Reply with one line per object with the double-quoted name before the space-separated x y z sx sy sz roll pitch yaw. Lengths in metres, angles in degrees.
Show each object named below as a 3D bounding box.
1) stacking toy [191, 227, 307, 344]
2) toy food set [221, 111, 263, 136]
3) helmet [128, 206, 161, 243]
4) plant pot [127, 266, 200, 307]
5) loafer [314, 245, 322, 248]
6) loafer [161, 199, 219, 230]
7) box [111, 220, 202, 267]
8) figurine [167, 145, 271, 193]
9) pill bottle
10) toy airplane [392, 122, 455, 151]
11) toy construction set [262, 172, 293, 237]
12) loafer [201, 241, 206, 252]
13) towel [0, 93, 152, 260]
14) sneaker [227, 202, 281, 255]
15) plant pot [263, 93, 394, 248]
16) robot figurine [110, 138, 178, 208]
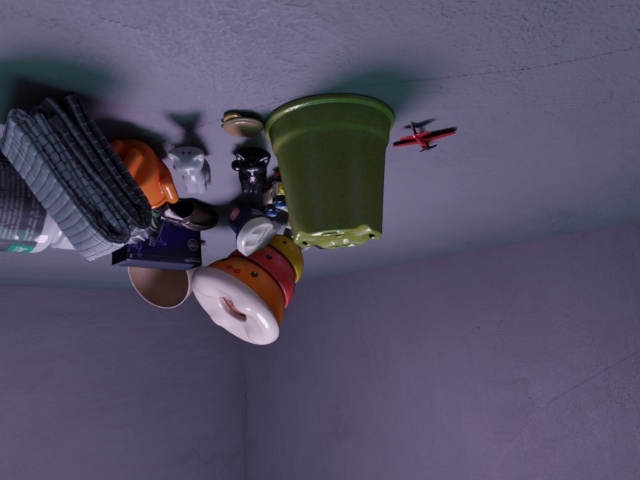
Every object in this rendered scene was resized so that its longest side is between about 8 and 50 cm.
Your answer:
"stacking toy" -0.183 0.090 1.680 0.351 0.480 0.350 25 144 19
"toy food set" -0.157 -0.231 0.958 0.083 0.020 0.082 -1 168 -18
"helmet" -0.514 -0.075 1.283 0.170 0.169 0.161 -5 -175 2
"plant pot" -0.595 0.102 1.913 0.284 0.284 0.191 -10 -164 24
"loafer" 0.000 0.000 2.042 0.170 0.062 0.061 3 161 -38
"loafer" -0.397 -0.080 1.452 0.078 0.080 0.220 -14 164 42
"box" -0.515 -0.007 1.512 0.103 0.184 0.261 -13 166 39
"figurine" -0.217 -0.162 1.031 0.215 0.092 0.209 -1 177 -11
"pill bottle" -0.703 -0.079 1.039 0.204 0.204 0.361 -15 164 41
"toy airplane" 0.230 -0.230 1.084 0.151 0.028 0.151 -3 169 -1
"toy construction set" -0.040 -0.112 1.311 0.215 0.151 0.327 0 157 -21
"loafer" -0.518 0.029 2.043 0.045 0.039 0.125 -37 174 -17
"towel" -0.451 -0.109 0.888 0.121 0.283 0.235 -41 -162 -33
"sneaker" -0.225 -0.048 1.435 0.148 0.131 0.350 40 180 2
"plant pot" 0.027 -0.121 0.985 0.276 0.253 0.276 -4 168 -1
"robot figurine" -0.400 -0.139 1.047 0.158 0.128 0.219 -10 169 -3
